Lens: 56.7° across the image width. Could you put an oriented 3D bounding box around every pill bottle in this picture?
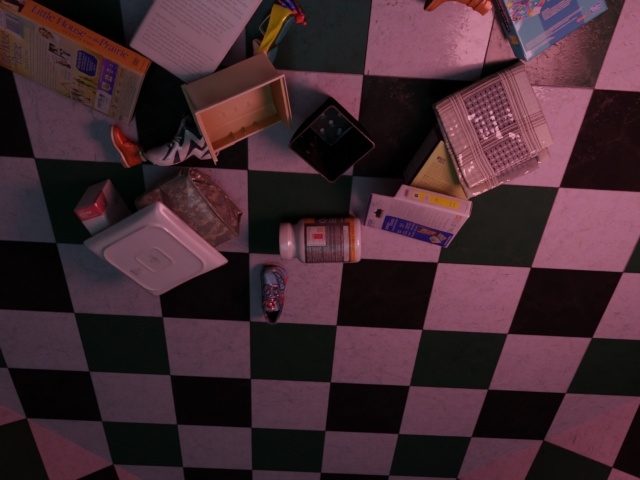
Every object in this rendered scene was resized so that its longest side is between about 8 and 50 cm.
[{"bbox_3d":[0.000,0.000,2.064,0.279,0.162,0.162,-1,127,1],"label":"pill bottle"}]

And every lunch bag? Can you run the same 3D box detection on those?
[{"bbox_3d":[-0.442,-0.104,1.989,0.235,0.169,0.287,-25,127,19],"label":"lunch bag"}]

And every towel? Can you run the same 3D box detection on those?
[{"bbox_3d":[0.525,-0.324,1.773,0.312,0.056,0.324,-27,106,-6],"label":"towel"}]

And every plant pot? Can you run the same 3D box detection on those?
[{"bbox_3d":[0.032,-0.328,1.818,0.188,0.167,0.187,38,118,-25],"label":"plant pot"}]

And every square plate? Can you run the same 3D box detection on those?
[{"bbox_3d":[-0.549,0.052,1.982,0.344,0.049,0.347,-25,131,22],"label":"square plate"}]

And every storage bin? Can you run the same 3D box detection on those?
[{"bbox_3d":[-0.231,-0.374,1.711,0.262,0.123,0.260,-27,153,-9],"label":"storage bin"}]

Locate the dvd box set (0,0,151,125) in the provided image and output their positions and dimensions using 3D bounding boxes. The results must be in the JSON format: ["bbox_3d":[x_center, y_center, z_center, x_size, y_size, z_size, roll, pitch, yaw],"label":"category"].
[{"bbox_3d":[-0.709,-0.505,1.673,0.420,0.062,0.307,24,154,-16],"label":"dvd box set"}]

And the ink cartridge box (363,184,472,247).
[{"bbox_3d":[0.308,-0.085,1.951,0.307,0.072,0.303,17,163,4],"label":"ink cartridge box"}]

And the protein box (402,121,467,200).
[{"bbox_3d":[0.404,-0.233,1.904,0.200,0.136,0.201,22,124,-15],"label":"protein box"}]

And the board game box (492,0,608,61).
[{"bbox_3d":[0.581,-0.691,1.565,0.254,0.079,0.336,-33,120,6],"label":"board game box"}]

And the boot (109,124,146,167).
[{"bbox_3d":[-0.619,-0.310,1.909,0.085,0.059,0.158,-11,134,5],"label":"boot"}]

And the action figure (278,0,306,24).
[{"bbox_3d":[-0.080,-0.651,1.665,0.038,0.030,0.115,-31,121,27],"label":"action figure"}]

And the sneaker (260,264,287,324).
[{"bbox_3d":[-0.176,0.211,2.246,0.104,0.125,0.261,-1,127,1],"label":"sneaker"}]

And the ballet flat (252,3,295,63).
[{"bbox_3d":[-0.151,-0.572,1.701,0.077,0.077,0.231,37,129,2],"label":"ballet flat"}]

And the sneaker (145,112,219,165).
[{"bbox_3d":[-0.446,-0.327,1.869,0.235,0.094,0.153,-4,125,4],"label":"sneaker"}]

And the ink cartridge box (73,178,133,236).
[{"bbox_3d":[-0.718,-0.072,2.019,0.092,0.158,0.218,-17,124,14],"label":"ink cartridge box"}]

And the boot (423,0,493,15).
[{"bbox_3d":[0.395,-0.667,1.624,0.152,0.073,0.197,34,123,-27],"label":"boot"}]

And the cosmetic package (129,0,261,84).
[{"bbox_3d":[-0.291,-0.657,1.578,0.230,0.161,0.453,32,121,-22],"label":"cosmetic package"}]
